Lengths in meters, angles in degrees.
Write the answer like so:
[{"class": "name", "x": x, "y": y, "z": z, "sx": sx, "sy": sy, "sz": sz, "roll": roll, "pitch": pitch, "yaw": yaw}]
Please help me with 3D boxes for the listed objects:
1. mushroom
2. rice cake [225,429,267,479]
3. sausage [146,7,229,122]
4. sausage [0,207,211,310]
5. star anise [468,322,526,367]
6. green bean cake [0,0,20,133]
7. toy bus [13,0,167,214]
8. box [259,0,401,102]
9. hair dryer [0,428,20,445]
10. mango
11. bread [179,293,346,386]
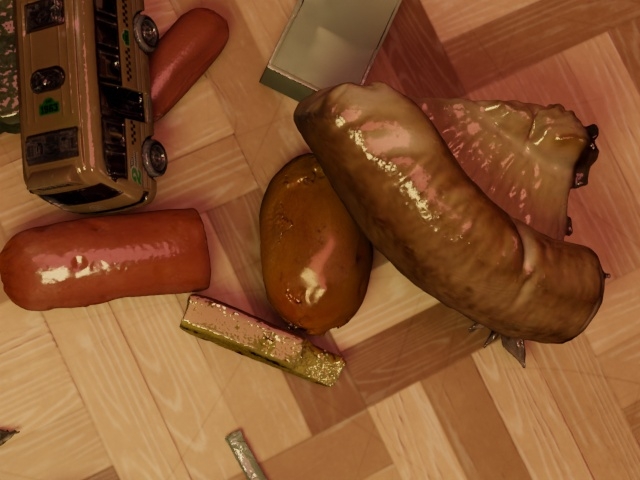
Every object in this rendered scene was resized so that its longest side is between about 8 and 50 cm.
[{"class": "mushroom", "x": 0.141, "y": -0.041, "z": 1.353, "sx": 0.397, "sy": 0.224, "sz": 0.314, "roll": 9, "pitch": 72, "yaw": -28}, {"class": "rice cake", "x": -0.087, "y": 0.305, "z": 1.417, "sx": 0.022, "sy": 0.021, "sz": 0.121, "roll": -28, "pitch": 87, "yaw": -24}, {"class": "sausage", "x": -0.198, "y": -0.233, "z": 1.452, "sx": 0.077, "sy": 0.077, "sz": 0.194, "roll": 39, "pitch": 77, "yaw": -3}, {"class": "sausage", "x": -0.274, "y": 0.024, "z": 1.380, "sx": 0.259, "sy": 0.113, "sz": 0.114, "roll": -7, "pitch": 83, "yaw": -13}, {"class": "star anise", "x": 0.261, "y": 0.115, "z": 1.492, "sx": 0.124, "sy": 0.056, "sz": 0.129, "roll": -9, "pitch": 74, "yaw": -17}, {"class": "green bean cake", "x": -0.465, "y": -0.223, "z": 1.388, "sx": 0.184, "sy": 0.094, "sz": 0.184, "roll": -7, "pitch": 83, "yaw": -12}, {"class": "toy bus", "x": -0.292, "y": -0.182, "z": 1.344, "sx": 0.139, "sy": 0.157, "sz": 0.290, "roll": -6, "pitch": 84, "yaw": 27}, {"class": "box", "x": 0.023, "y": -0.296, "z": 1.498, "sx": 0.129, "sy": 0.086, "sz": 0.225, "roll": 26, "pitch": 78, "yaw": -7}, {"class": "hair dryer", "x": -0.523, "y": 0.300, "z": 1.278, "sx": 0.357, "sy": 0.173, "sz": 0.108, "roll": -27, "pitch": 89, "yaw": -27}, {"class": "mango", "x": 0.000, "y": 0.000, "z": 1.430, "sx": 0.156, "sy": 0.151, "sz": 0.249, "roll": 20, "pitch": 65, "yaw": -44}, {"class": "bread", "x": -0.074, "y": 0.133, "z": 1.413, "sx": 0.226, "sy": 0.088, "sz": 0.049, "roll": 23, "pitch": 76, "yaw": -5}]
